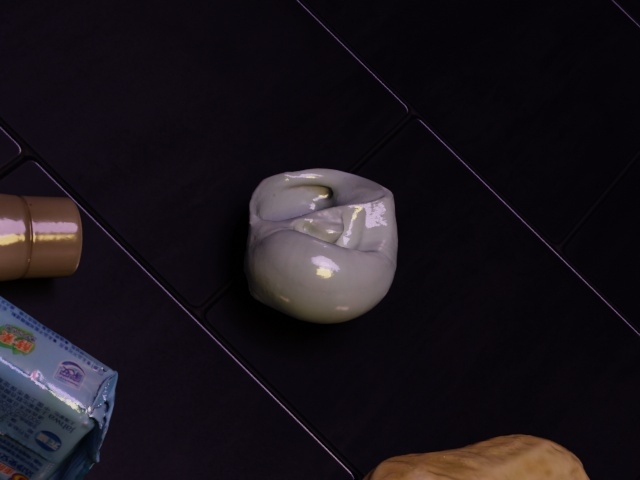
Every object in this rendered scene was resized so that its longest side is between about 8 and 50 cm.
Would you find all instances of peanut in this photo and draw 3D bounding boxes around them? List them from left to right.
[{"bbox_3d":[0.166,0.285,1.945,0.319,0.147,0.147,-2,60,-41],"label":"peanut"}]

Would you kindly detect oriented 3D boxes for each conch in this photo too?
[{"bbox_3d":[-0.003,0.004,2.041,0.185,0.121,0.221,41,37,-2],"label":"conch"}]

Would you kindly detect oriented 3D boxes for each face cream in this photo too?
[{"bbox_3d":[-0.405,-0.003,1.805,0.341,0.084,0.137,0,68,-27],"label":"face cream"}]

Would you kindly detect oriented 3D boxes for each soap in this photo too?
[{"bbox_3d":[-0.325,0.121,1.705,0.293,0.156,0.077,34,37,-11],"label":"soap"}]
